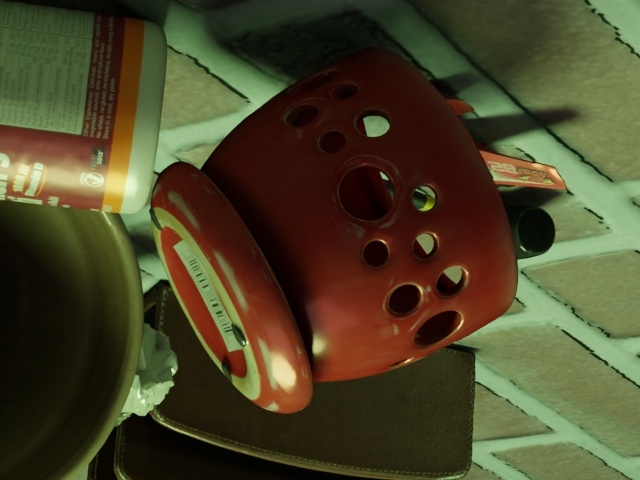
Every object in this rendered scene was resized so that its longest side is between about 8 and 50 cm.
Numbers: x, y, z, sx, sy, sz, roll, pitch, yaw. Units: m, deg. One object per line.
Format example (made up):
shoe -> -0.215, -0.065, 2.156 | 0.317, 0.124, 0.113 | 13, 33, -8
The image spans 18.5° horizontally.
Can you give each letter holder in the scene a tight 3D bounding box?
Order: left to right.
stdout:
letter holder -> -0.035, 0.186, 1.690 | 0.302, 0.214, 0.152 | 14, 155, -22

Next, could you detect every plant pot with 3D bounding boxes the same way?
plant pot -> -0.297, 0.052, 1.421 | 0.229, 0.263, 0.263 | 8, 166, 45
plant pot -> 0.000, 0.000, 1.207 | 0.174, 0.191, 0.191 | -28, 162, -15

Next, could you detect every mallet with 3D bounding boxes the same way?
mallet -> 0.074, -0.025, 1.404 | 0.190, 0.039, 0.062 | 16, 168, -19

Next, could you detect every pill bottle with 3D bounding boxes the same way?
pill bottle -> -0.209, -0.087, 1.188 | 0.221, 0.121, 0.121 | 7, 157, -9

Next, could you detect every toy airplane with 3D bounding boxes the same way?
toy airplane -> 0.088, -0.065, 1.315 | 0.151, 0.028, 0.151 | 15, 167, 4

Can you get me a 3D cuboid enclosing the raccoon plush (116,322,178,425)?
raccoon plush -> -0.275, 0.239, 1.641 | 0.446, 0.216, 0.299 | -2, 120, 43
